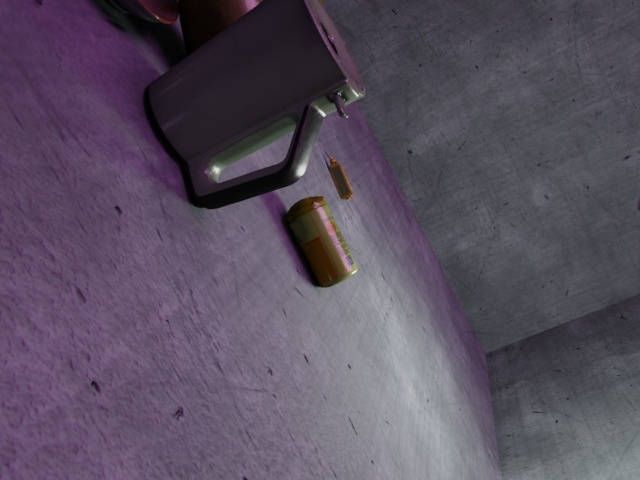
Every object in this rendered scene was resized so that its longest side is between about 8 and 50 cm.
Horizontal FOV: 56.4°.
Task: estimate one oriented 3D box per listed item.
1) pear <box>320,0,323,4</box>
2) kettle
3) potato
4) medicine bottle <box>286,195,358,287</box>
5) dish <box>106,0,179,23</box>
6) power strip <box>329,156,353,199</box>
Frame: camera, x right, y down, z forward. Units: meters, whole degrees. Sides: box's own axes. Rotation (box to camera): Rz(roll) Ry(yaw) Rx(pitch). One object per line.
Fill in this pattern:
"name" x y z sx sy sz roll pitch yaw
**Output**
"pear" -0.136 -0.952 2.192 0.398 0.165 0.399 26 30 -17
"kettle" -0.116 -0.260 1.162 0.250 0.376 0.361 27 40 -63
"potato" -0.211 -0.486 1.389 0.269 0.219 0.359 22 -49 62
"medicine bottle" 0.000 0.000 1.576 0.239 0.124 0.124 63 17 -2
"dish" -0.406 -0.549 1.225 0.260 0.085 0.260 55 20 -32
"power strip" 0.073 -0.232 2.230 0.178 0.049 0.028 67 12 10
